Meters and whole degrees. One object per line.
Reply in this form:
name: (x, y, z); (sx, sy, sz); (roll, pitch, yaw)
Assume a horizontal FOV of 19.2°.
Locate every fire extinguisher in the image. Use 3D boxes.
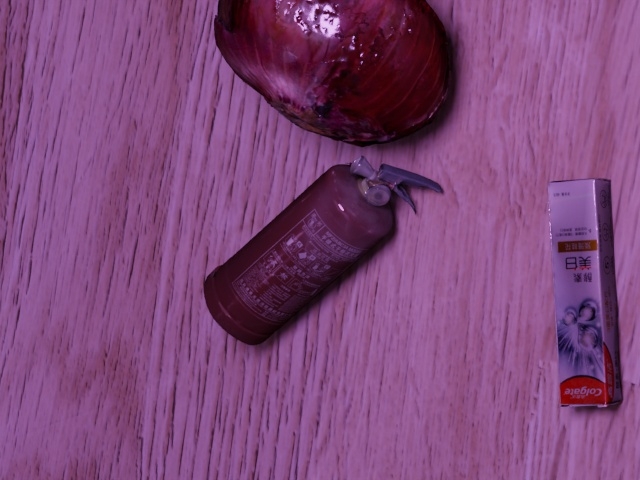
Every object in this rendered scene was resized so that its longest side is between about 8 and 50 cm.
fire extinguisher: (0.000, 0.000, 1.968); (0.269, 0.105, 0.105); (-42, 68, 29)

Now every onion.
onion: (0.023, -0.212, 1.874); (0.252, 0.252, 0.219); (24, 73, 33)

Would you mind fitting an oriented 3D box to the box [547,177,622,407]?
box: (0.253, 0.050, 1.813); (0.055, 0.039, 0.218); (-5, 89, 35)
